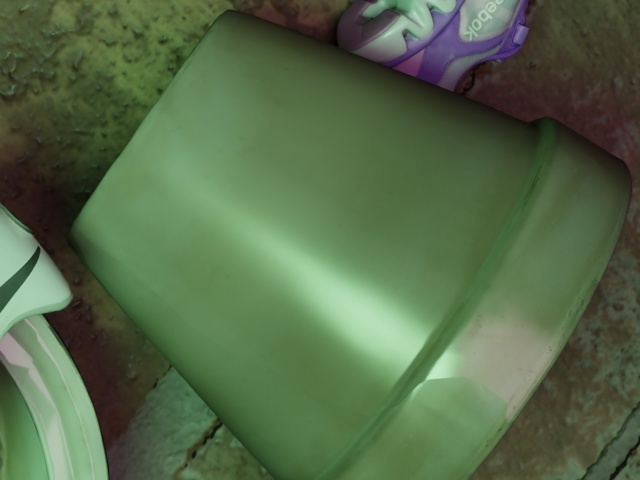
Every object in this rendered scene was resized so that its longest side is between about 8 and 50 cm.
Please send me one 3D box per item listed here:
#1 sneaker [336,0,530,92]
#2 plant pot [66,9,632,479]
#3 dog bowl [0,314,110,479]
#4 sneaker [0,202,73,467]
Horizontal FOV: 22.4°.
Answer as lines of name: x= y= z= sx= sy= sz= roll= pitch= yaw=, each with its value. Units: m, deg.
sneaker: x=0.124 y=-0.190 z=1.197 sx=0.236 sy=0.095 sz=0.104 roll=-44 pitch=117 yaw=-6
plant pot: x=0.000 y=0.000 z=1.075 sx=0.280 sy=0.323 sz=0.323 roll=36 pitch=83 yaw=-6
dog bowl: x=-0.348 y=0.165 z=1.014 sx=0.408 sy=0.150 sz=0.408 roll=-3 pitch=98 yaw=-23
sneaker: x=-0.259 y=0.123 z=0.897 sx=0.146 sy=0.122 sz=0.330 roll=37 pitch=83 yaw=-20
